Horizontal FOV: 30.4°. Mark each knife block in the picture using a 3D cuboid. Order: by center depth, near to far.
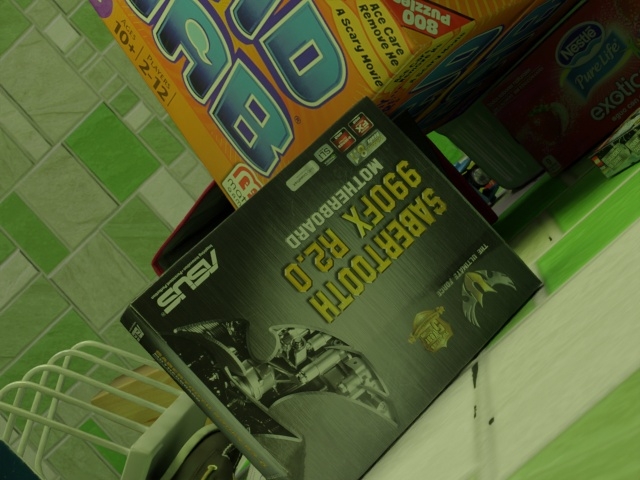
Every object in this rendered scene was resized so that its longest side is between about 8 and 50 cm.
[{"bbox_3d":[-0.191,0.193,1.779,0.088,0.276,0.242,-42,-30,-64],"label":"knife block"}]

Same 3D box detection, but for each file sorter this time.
[{"bbox_3d":[-0.232,0.224,1.152,0.278,0.173,0.192,-41,-30,-79],"label":"file sorter"}]

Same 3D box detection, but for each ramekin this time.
[{"bbox_3d":[0.298,-0.205,1.544,0.303,0.148,0.303,-42,0,0],"label":"ramekin"}]

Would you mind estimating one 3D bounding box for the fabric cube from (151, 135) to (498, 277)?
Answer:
[{"bbox_3d":[0.000,0.000,1.418,0.258,0.254,0.259,-43,0,-37],"label":"fabric cube"}]

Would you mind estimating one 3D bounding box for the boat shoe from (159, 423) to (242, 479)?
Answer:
[{"bbox_3d":[-0.111,0.233,1.039,0.228,0.069,0.081,-40,-34,-65],"label":"boat shoe"}]

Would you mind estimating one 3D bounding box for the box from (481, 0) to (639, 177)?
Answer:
[{"bbox_3d":[0.314,-0.202,1.265,0.257,0.122,0.128,-43,0,37],"label":"box"}]

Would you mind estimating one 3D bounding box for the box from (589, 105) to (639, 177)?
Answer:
[{"bbox_3d":[0.292,-0.115,0.973,0.137,0.027,0.094,-43,-1,-21],"label":"box"}]

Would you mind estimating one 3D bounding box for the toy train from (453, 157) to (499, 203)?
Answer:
[{"bbox_3d":[0.182,-0.047,1.685,0.105,0.080,0.184,-49,3,-25],"label":"toy train"}]

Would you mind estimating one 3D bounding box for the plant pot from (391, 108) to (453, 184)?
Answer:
[{"bbox_3d":[0.040,0.023,1.101,0.188,0.167,0.187,-41,1,44],"label":"plant pot"}]

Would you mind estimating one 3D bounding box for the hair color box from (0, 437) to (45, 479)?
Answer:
[{"bbox_3d":[-0.220,0.259,0.817,0.105,0.174,0.347,-44,1,-28],"label":"hair color box"}]

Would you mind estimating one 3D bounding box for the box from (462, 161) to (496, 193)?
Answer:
[{"bbox_3d":[0.240,-0.091,1.849,0.232,0.058,0.087,-42,0,-15],"label":"box"}]

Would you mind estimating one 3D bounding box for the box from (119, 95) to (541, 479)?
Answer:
[{"bbox_3d":[0.010,0.041,0.797,0.231,0.183,0.056,-42,-1,-23],"label":"box"}]

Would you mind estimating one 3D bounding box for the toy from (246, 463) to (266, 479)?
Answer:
[{"bbox_3d":[-0.019,0.123,0.976,0.237,0.056,0.137,-35,32,54],"label":"toy"}]

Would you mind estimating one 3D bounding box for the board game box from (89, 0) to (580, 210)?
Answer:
[{"bbox_3d":[0.025,-0.294,1.196,0.356,0.356,0.356,-31,-8,-35],"label":"board game box"}]
